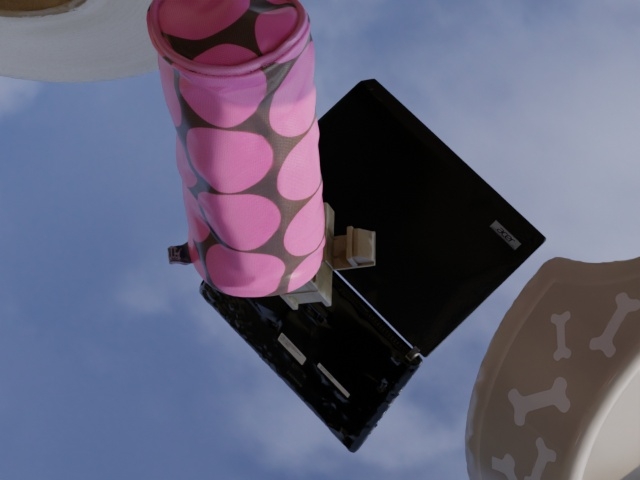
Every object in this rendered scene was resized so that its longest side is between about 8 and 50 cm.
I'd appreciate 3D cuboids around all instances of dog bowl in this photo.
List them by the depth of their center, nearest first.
[{"bbox_3d":[0.282,0.125,0.916,0.349,0.349,0.102,-43,-147,2],"label":"dog bowl"}]

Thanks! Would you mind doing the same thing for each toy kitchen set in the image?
[{"bbox_3d":[0.000,0.000,0.987,0.068,0.075,0.083,-7,-117,18],"label":"toy kitchen set"}]

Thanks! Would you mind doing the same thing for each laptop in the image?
[{"bbox_3d":[0.038,0.027,1.215,0.234,0.264,0.136,45,-133,15],"label":"laptop"}]

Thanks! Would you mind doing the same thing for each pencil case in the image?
[{"bbox_3d":[-0.048,-0.057,0.713,0.095,0.209,0.098,-15,-125,-12],"label":"pencil case"}]

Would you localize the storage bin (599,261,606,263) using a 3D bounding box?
[{"bbox_3d":[0.306,0.090,1.158,0.091,0.135,0.098,-7,-143,49],"label":"storage bin"}]

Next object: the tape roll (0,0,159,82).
[{"bbox_3d":[-0.242,-0.245,0.891,0.392,0.392,0.072,-5,-119,27],"label":"tape roll"}]
